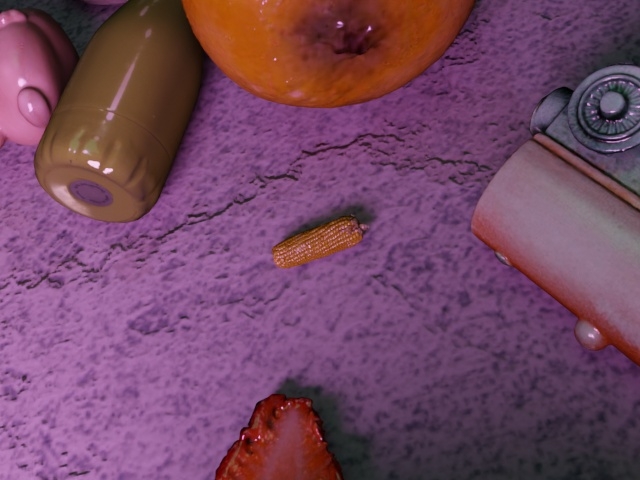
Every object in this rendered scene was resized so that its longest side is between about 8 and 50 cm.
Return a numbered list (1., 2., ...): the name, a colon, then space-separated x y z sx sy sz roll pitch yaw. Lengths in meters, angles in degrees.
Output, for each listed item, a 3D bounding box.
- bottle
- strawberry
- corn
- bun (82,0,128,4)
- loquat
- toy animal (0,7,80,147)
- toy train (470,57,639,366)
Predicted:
1. bottle: -0.168 -0.148 0.721 0.112 0.112 0.260 5 60 16
2. strawberry: -0.025 0.176 0.524 0.103 0.048 0.152 -5 43 18
3. corn: 0.000 0.000 0.638 0.083 0.027 0.028 -19 39 3
4. bun: -0.239 -0.355 0.866 0.172 0.120 0.173 -5 59 8
5. loquat: 0.009 -0.239 0.651 0.262 0.263 0.263 -6 57 9
6. toy animal: -0.335 -0.146 0.740 0.197 0.171 0.172 -4 57 2
7. toy train: 0.238 0.006 0.531 0.177 0.116 0.285 -51 59 6
